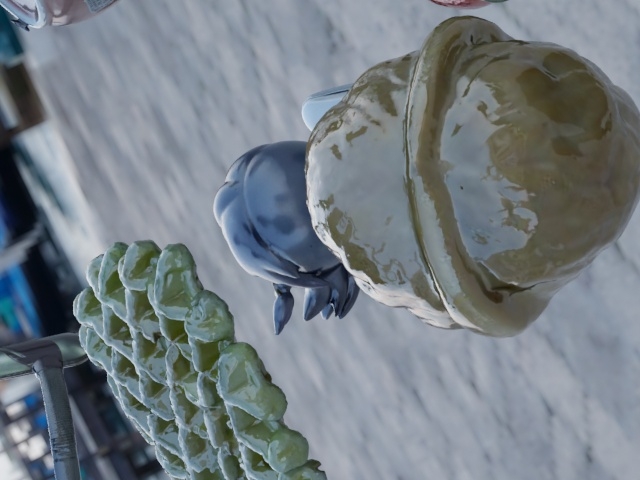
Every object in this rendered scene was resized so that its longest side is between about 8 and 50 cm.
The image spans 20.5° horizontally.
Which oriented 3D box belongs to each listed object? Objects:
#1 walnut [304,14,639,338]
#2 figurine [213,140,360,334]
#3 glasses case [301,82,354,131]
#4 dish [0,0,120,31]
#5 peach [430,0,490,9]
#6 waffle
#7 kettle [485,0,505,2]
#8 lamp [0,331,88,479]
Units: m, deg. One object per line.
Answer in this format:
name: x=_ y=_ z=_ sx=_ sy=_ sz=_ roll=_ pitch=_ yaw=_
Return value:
walnut: x=0.133 y=-0.054 z=1.543 sx=0.285 sy=0.296 sz=0.285 roll=29 pitch=-122 yaw=-60
figurine: x=-0.006 y=-0.013 z=2.047 sx=0.265 sy=0.197 sz=0.175 roll=17 pitch=-138 yaw=-50
glasses case: x=0.065 y=-0.196 z=2.597 sx=0.076 sy=0.197 sz=0.049 roll=58 pitch=-145 yaw=-36
dish: x=-0.258 y=-0.251 z=1.462 sx=0.213 sy=0.090 sz=0.213 roll=30 pitch=158 yaw=13
peach: x=0.174 y=-0.365 z=2.063 sx=0.190 sy=0.190 sz=0.192 roll=61 pitch=-175 yaw=9
waffle: x=-0.118 y=0.141 z=1.612 sx=0.309 sy=0.056 sz=0.292 roll=57 pitch=151 yaw=-4
kettle: x=0.121 y=-0.289 z=1.729 sx=0.148 sy=0.127 sz=0.098 roll=22 pitch=120 yaw=52
lamp: x=-0.342 y=0.246 z=1.967 sx=0.124 sy=0.203 sz=0.283 roll=100 pitch=162 yaw=-81
